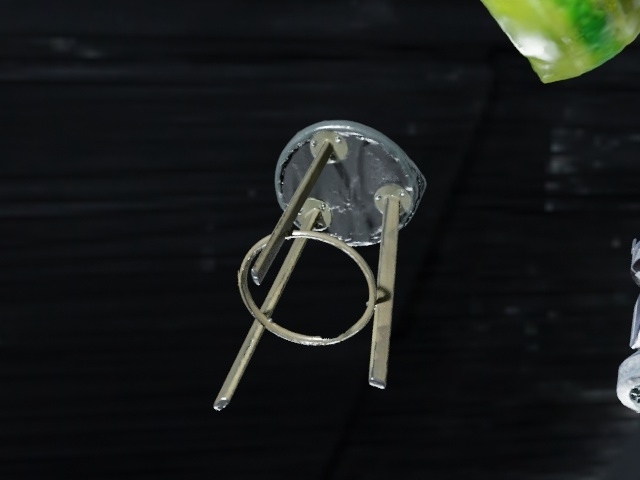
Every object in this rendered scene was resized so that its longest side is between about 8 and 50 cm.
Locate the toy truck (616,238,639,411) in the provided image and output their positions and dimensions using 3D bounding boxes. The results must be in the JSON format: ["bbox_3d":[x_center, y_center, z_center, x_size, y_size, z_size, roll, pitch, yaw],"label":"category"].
[{"bbox_3d":[0.338,0.003,1.456,0.363,0.178,0.176,105,180,-52],"label":"toy truck"}]

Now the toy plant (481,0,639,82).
[{"bbox_3d":[0.223,-0.260,1.255,0.224,0.316,0.184,54,-171,-12],"label":"toy plant"}]

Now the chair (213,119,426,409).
[{"bbox_3d":[0.000,0.001,1.147,0.221,0.104,0.095,-67,-34,-57],"label":"chair"}]
